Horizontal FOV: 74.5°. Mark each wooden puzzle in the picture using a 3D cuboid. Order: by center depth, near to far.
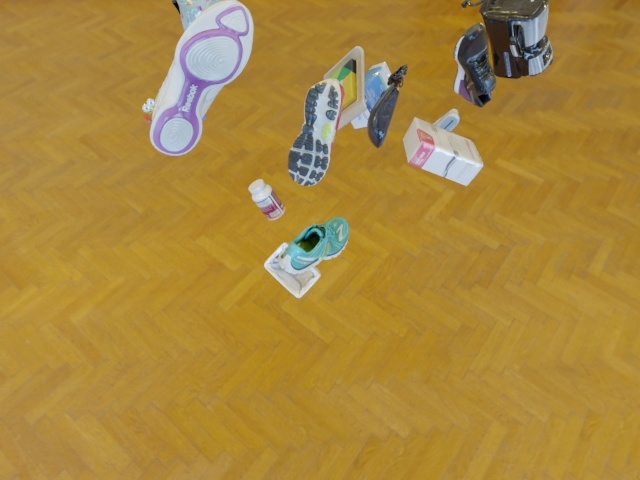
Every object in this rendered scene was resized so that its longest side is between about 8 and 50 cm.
[{"bbox_3d":[0.076,-0.527,1.484,0.044,0.221,0.238,6,74,-34],"label":"wooden puzzle"}]

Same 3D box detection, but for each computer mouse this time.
[{"bbox_3d":[0.212,-0.453,1.429,0.072,0.188,0.272,17,98,-2],"label":"computer mouse"}]

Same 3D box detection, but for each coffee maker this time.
[{"bbox_3d":[0.425,-0.466,0.937,0.120,0.178,0.171,-42,54,5],"label":"coffee maker"}]

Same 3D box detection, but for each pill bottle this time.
[{"bbox_3d":[-0.205,-0.156,1.599,0.086,0.152,0.086,-21,38,17],"label":"pill bottle"}]

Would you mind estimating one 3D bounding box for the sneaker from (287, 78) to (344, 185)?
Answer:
[{"bbox_3d":[0.003,-0.264,1.058,0.107,0.278,0.118,26,32,7],"label":"sneaker"}]

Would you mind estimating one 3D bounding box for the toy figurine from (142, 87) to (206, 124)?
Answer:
[{"bbox_3d":[-0.503,-0.521,1.684,0.363,0.191,0.217,-39,71,7],"label":"toy figurine"}]

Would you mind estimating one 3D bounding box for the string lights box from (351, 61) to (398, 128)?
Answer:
[{"bbox_3d":[0.201,-0.587,1.701,0.077,0.133,0.259,6,50,49],"label":"string lights box"}]

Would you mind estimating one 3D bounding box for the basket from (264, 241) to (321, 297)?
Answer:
[{"bbox_3d":[-0.089,0.096,1.427,0.167,0.103,0.113,43,96,3],"label":"basket"}]

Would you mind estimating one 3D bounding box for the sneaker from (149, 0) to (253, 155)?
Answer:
[{"bbox_3d":[-0.238,-0.313,0.782,0.114,0.305,0.152,22,30,-38],"label":"sneaker"}]

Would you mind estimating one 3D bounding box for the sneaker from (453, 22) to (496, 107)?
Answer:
[{"bbox_3d":[0.466,-0.497,1.217,0.107,0.283,0.124,-38,67,5],"label":"sneaker"}]

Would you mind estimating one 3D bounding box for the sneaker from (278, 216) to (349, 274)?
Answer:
[{"bbox_3d":[0.000,0.000,1.179,0.107,0.110,0.275,39,44,15],"label":"sneaker"}]

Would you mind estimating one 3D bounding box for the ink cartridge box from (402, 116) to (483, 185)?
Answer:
[{"bbox_3d":[0.382,-0.281,1.327,0.218,0.092,0.158,16,41,-13],"label":"ink cartridge box"}]

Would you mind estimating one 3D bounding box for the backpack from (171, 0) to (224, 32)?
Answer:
[{"bbox_3d":[-0.340,-0.636,1.216,0.152,0.181,0.115,-12,36,-15],"label":"backpack"}]

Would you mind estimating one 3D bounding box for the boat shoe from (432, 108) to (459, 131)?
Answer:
[{"bbox_3d":[0.505,-0.465,1.791,0.083,0.226,0.075,37,48,-15],"label":"boat shoe"}]
